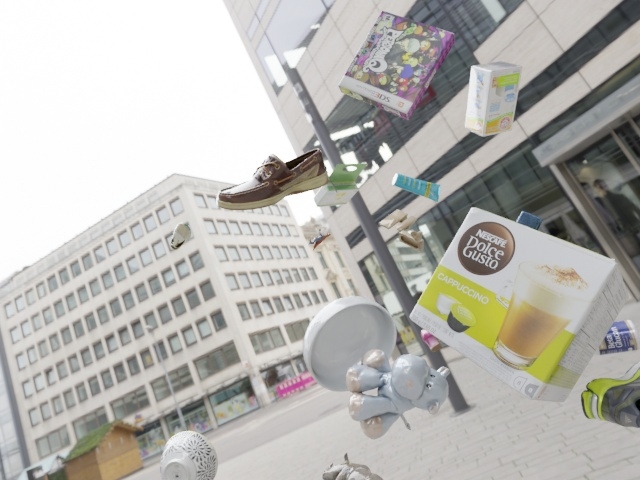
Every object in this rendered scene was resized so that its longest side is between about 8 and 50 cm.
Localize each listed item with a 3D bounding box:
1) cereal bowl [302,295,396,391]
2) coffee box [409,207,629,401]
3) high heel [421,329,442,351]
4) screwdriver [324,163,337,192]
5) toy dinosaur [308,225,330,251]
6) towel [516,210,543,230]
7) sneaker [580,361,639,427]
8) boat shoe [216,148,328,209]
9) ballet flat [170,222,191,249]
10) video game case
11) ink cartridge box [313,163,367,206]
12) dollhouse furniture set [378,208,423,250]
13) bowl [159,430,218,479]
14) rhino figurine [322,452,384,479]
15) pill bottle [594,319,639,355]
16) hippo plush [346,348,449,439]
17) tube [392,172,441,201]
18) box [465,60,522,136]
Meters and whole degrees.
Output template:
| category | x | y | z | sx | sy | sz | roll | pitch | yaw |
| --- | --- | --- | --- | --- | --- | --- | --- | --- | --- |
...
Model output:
| category | x | y | z | sx | sy | sz | roll | pitch | yaw |
| --- | --- | --- | --- | --- | --- | --- | --- | --- | --- |
| cereal bowl | 0.086 | 0.339 | 1.459 | 0.339 | 0.338 | 0.141 | -19 | 24 | -21 |
| coffee box | 0.502 | 0.163 | 1.067 | 0.338 | 0.338 | 0.334 | 26 | -85 | -47 |
| high heel | 0.551 | 0.373 | 1.819 | 0.244 | 0.117 | 0.082 | -39 | -56 | 11 |
| screwdriver | 0.030 | -0.253 | 1.682 | 0.024 | 0.025 | 0.170 | -49 | -46 | -21 |
| toy dinosaur | 0.000 | 0.000 | 1.441 | 0.082 | 0.090 | 0.047 | -9 | -28 | -14 |
| towel | 0.633 | -0.028 | 1.313 | 0.029 | 0.067 | 0.119 | -12 | -55 | -46 |
| sneaker | 0.742 | 0.354 | 0.949 | 0.300 | 0.111 | 0.121 | -12 | 8 | -19 |
| boat shoe | -0.129 | -0.177 | 1.152 | 0.342 | 0.123 | 0.123 | -20 | 28 | -28 |
| ballet flat | -0.457 | -0.006 | 1.373 | 0.052 | 0.057 | 0.168 | -55 | 7 | -28 |
| video game case | 0.190 | -0.451 | 1.082 | 0.232 | 0.210 | 0.042 | -59 | -21 | 1 |
| ink cartridge box | 0.093 | -0.236 | 1.826 | 0.171 | 0.056 | 0.235 | -8 | -25 | -35 |
| dollhouse furniture set | 0.346 | -0.019 | 1.804 | 0.123 | 0.144 | 0.151 | -35 | -45 | -28 |
| bowl | -0.376 | 0.624 | 1.159 | 0.170 | 0.170 | 0.080 | -27 | -6 | 8 |
| rhino figurine | 0.069 | 0.535 | 0.928 | 0.106 | 0.073 | 0.243 | -27 | 0 | -21 |
| pill bottle | 0.895 | 0.311 | 1.333 | 0.169 | 0.094 | 0.094 | -17 | -11 | 22 |
| hippo plush | 0.232 | 0.443 | 1.187 | 0.236 | 0.294 | 0.234 | -30 | 20 | 52 |
| tube | 0.405 | -0.226 | 1.774 | 0.207 | 0.080 | 0.052 | 16 | -9 | -9 |
| box | 0.547 | -0.451 | 1.349 | 0.114 | 0.103 | 0.203 | -13 | -56 | -13 |
